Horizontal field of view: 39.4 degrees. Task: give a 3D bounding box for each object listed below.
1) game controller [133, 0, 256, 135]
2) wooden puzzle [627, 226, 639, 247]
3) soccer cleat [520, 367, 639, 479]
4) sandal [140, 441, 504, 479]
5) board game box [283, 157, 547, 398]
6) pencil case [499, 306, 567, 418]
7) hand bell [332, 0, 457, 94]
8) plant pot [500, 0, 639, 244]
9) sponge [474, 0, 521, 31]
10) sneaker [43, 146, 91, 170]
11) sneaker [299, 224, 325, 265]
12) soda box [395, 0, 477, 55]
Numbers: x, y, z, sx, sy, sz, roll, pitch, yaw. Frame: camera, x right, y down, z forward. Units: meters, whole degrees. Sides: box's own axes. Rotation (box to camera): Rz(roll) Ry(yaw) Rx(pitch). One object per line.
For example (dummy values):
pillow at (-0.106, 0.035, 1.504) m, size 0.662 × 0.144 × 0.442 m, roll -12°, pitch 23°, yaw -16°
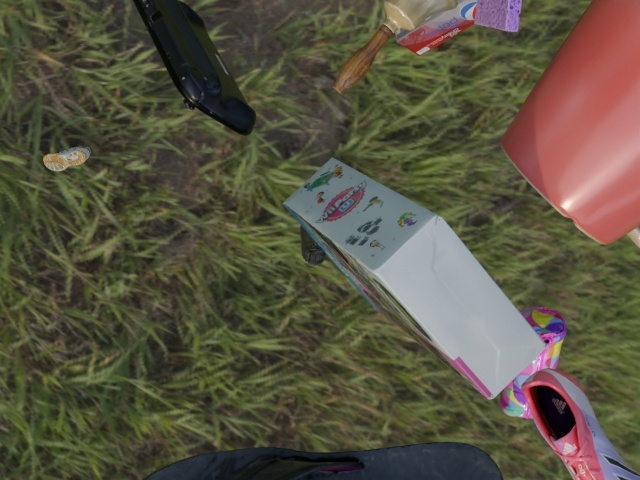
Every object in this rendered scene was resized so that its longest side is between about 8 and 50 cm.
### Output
game controller at (-0.203, -0.293, 1.416) m, size 0.067 × 0.319 × 0.166 m, roll -36°, pitch 143°, yaw 10°
wooden puzzle at (0.647, -0.161, 1.925) m, size 0.322 × 0.080 × 0.347 m, roll 50°, pitch 36°, yaw 12°
soccer cleat at (0.317, 0.262, 1.048) m, size 0.095 × 0.083 × 0.248 m, roll 6°, pitch 50°, yaw -52°
sandal at (-0.016, 0.281, 0.902) m, size 0.445 × 0.107 × 0.168 m, roll -8°, pitch 76°, yaw -12°
board game box at (0.100, 0.035, 1.070) m, size 0.097 × 0.303 × 0.224 m, roll -43°, pitch 115°, yaw -4°
pencil case at (0.408, 0.238, 1.721) m, size 0.104 × 0.104 × 0.236 m, roll -25°, pitch 132°, yaw -32°
hand bell at (0.104, -0.343, 1.496) m, size 0.242 × 0.126 × 0.126 m, roll -49°, pitch 125°, yaw 1°
plant pot at (0.376, -0.145, 1.107) m, size 0.274 × 0.275 × 0.243 m, roll 26°, pitch 116°, yaw -38°
sponge at (0.327, -0.488, 1.609) m, size 0.031 × 0.117 × 0.210 m, roll -5°, pitch 112°, yaw -18°
sneaker at (-0.421, -0.138, 1.493) m, size 0.037 × 0.083 × 0.032 m, roll -61°, pitch 142°, yaw -61°
sneaker at (-0.003, 0.000, 1.400) m, size 0.051 × 0.170 × 0.089 m, roll -8°, pitch 105°, yaw -13°
soda box at (0.274, -0.485, 1.823) m, size 0.083 × 0.263 × 0.092 m, roll 20°, pitch 56°, yaw -44°
